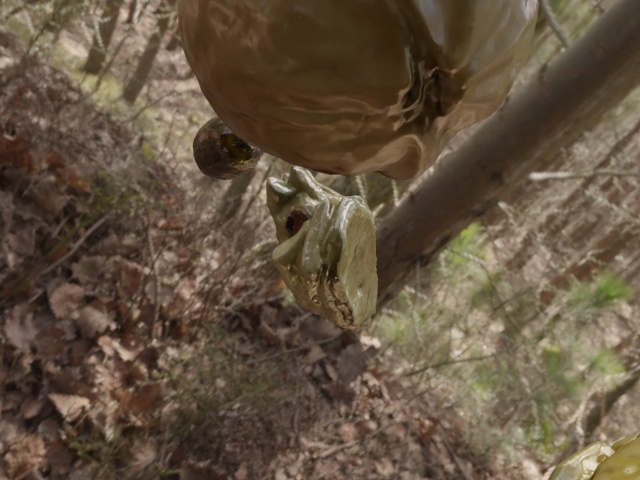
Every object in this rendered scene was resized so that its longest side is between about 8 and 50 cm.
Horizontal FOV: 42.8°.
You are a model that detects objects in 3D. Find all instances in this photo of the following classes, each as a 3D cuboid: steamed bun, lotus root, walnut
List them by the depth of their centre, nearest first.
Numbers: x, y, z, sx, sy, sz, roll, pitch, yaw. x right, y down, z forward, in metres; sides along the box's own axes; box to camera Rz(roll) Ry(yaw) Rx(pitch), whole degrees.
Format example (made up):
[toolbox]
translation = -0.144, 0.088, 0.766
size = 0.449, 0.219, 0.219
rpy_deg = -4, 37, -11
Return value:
[walnut]
translation = 0.035, -0.248, 0.837
size = 0.383, 0.383, 0.383
rpy_deg = 22, 44, -23
[steamed bun]
translation = 0.000, 0.000, 1.392
size = 0.189, 0.428, 0.247
rpy_deg = 17, 79, 15
[lotus root]
translation = -0.178, -0.173, 1.516
size = 0.120, 0.209, 0.120
rpy_deg = 5, 80, -29

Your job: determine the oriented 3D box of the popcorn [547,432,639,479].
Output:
[popcorn]
translation = 0.332, 0.343, 0.693
size = 0.354, 0.344, 0.390
rpy_deg = 22, 26, 39
